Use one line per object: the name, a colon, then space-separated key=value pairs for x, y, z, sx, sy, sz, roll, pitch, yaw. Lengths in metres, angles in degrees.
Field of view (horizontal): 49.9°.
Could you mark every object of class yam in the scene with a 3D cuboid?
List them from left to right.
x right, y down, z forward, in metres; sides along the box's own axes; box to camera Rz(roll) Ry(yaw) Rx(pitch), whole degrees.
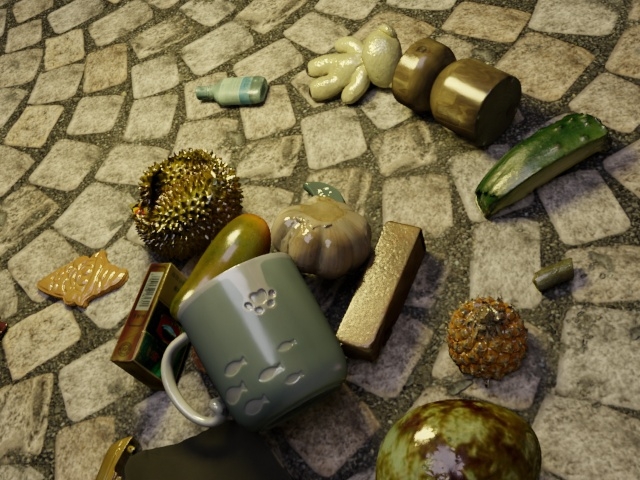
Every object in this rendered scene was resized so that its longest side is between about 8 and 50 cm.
yam: x=0.481 y=0.070 z=1.409 sx=0.094 sy=0.043 sz=0.043 roll=-21 pitch=53 yaw=0

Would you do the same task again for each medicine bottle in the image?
medicine bottle: x=-0.257 y=-0.428 z=1.973 sx=0.209 sy=0.053 sz=0.090 roll=1 pitch=58 yaw=19

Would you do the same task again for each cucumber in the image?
cucumber: x=0.481 y=-0.181 z=1.552 sx=0.325 sy=0.105 sz=0.145 roll=-32 pitch=54 yaw=-4

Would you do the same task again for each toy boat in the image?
toy boat: x=-0.406 y=0.502 z=1.360 sx=0.088 sy=0.068 sz=0.225 roll=4 pitch=54 yaw=14

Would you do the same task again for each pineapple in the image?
pineapple: x=0.319 y=0.171 z=1.325 sx=0.162 sy=0.136 sz=0.175 roll=-20 pitch=52 yaw=2

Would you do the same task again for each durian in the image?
durian: x=-0.316 y=-0.076 z=1.642 sx=0.293 sy=0.258 sz=0.258 roll=-38 pitch=53 yaw=1

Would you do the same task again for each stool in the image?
stool: x=0.329 y=-0.363 z=1.673 sx=0.179 sy=0.179 sz=0.264 roll=-43 pitch=56 yaw=-15

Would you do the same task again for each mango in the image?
mango: x=-0.210 y=0.068 z=1.498 sx=0.129 sy=0.146 sz=0.289 roll=42 pitch=80 yaw=-6

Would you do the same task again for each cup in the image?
cup: x=-0.142 y=0.232 z=1.336 sx=0.357 sy=0.259 sz=0.274 roll=-35 pitch=73 yaw=9

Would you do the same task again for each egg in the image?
egg: x=0.234 y=0.382 z=1.143 sx=0.290 sy=0.238 sz=0.238 roll=-14 pitch=52 yaw=-11

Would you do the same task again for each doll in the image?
doll: x=0.095 y=-0.471 z=1.874 sx=0.278 sy=0.175 sz=0.149 roll=-11 pitch=15 yaw=19

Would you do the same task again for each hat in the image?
hat: x=-0.194 y=0.521 z=1.250 sx=0.367 sy=0.257 sz=0.382 roll=-13 pitch=11 yaw=-22

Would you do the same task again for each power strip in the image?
power strip: x=-0.008 y=-0.047 z=1.636 sx=0.137 sy=0.044 sz=0.215 roll=4 pitch=57 yaw=19

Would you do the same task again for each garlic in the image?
garlic: x=0.004 y=0.001 z=1.487 sx=0.228 sy=0.152 sz=0.227 roll=10 pitch=33 yaw=-6

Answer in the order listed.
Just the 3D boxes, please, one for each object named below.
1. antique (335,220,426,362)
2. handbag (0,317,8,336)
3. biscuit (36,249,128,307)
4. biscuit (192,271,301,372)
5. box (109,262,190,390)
antique: x=0.130 y=0.110 z=1.452 sx=0.088 sy=0.093 sz=0.309 roll=13 pitch=61 yaw=24
handbag: x=-0.896 y=0.254 z=1.673 sx=0.216 sy=0.074 sz=0.203 roll=14 pitch=62 yaw=24
biscuit: x=-0.601 y=0.098 z=1.724 sx=0.250 sy=0.035 sz=0.162 roll=-9 pitch=50 yaw=13
biscuit: x=-0.178 y=0.156 z=1.542 sx=0.206 sy=0.049 sz=0.323 roll=12 pitch=60 yaw=25
box: x=-0.348 y=0.188 z=1.504 sx=0.071 sy=0.159 sz=0.240 roll=-1 pitch=56 yaw=25
